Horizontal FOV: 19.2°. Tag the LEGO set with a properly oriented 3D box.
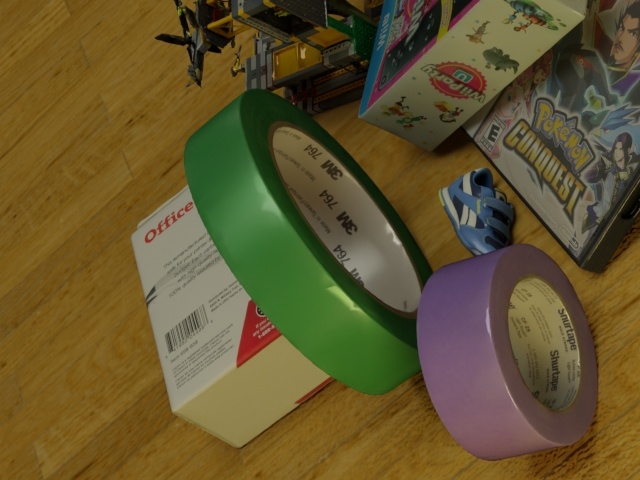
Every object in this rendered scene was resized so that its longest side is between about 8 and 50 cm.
[{"bbox_3d":[-0.055,-0.277,2.128,0.192,0.331,0.255,-18,72,35],"label":"LEGO set"}]

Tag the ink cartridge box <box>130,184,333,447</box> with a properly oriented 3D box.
[{"bbox_3d":[-0.081,0.053,2.051,0.197,0.114,0.273,-37,45,19],"label":"ink cartridge box"}]

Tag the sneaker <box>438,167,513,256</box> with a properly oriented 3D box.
[{"bbox_3d":[0.168,-0.020,1.920,0.059,0.053,0.144,-38,45,14],"label":"sneaker"}]

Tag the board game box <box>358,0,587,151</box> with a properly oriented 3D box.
[{"bbox_3d":[0.166,-0.261,1.953,0.303,0.097,0.224,-44,28,54],"label":"board game box"}]

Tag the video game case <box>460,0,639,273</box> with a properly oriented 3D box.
[{"bbox_3d":[0.264,-0.145,1.872,0.248,0.035,0.275,-60,38,21],"label":"video game case"}]

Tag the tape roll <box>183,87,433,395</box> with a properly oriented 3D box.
[{"bbox_3d":[0.000,0.000,1.855,0.077,0.321,0.321,-37,44,18],"label":"tape roll"}]

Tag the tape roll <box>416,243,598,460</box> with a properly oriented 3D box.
[{"bbox_3d":[0.173,0.102,1.728,0.080,0.189,0.189,-17,53,33],"label":"tape roll"}]
